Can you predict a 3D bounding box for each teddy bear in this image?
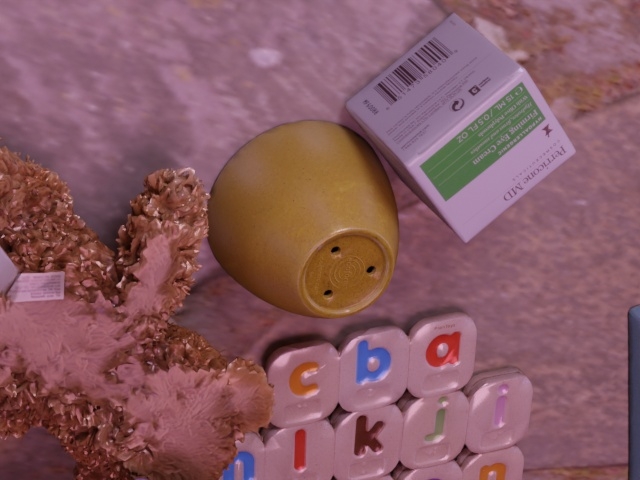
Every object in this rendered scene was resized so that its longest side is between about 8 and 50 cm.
[{"bbox_3d":[-0.185,0.037,0.978,0.338,0.113,0.245,23,101,-25],"label":"teddy bear"}]

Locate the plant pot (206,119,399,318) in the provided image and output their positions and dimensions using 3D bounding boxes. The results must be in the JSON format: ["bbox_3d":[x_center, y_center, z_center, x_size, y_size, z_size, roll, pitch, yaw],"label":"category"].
[{"bbox_3d":[0.000,0.000,1.030,0.134,0.095,0.134,-11,123,-17],"label":"plant pot"}]

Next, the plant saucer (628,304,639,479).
[{"bbox_3d":[0.292,0.129,1.286,0.067,0.018,0.192,-17,125,-14],"label":"plant saucer"}]

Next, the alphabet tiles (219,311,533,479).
[{"bbox_3d":[0.033,0.184,1.201,0.284,0.021,0.278,-10,123,-18],"label":"alphabet tiles"}]

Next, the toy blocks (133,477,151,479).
[{"bbox_3d":[-0.184,0.310,0.984,0.260,0.288,0.309,42,55,-7],"label":"toy blocks"}]

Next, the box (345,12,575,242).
[{"bbox_3d":[0.093,-0.076,1.022,0.101,0.102,0.087,-40,129,1],"label":"box"}]
